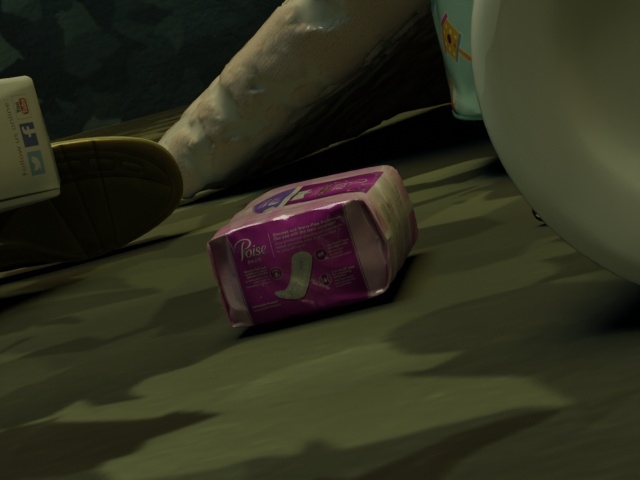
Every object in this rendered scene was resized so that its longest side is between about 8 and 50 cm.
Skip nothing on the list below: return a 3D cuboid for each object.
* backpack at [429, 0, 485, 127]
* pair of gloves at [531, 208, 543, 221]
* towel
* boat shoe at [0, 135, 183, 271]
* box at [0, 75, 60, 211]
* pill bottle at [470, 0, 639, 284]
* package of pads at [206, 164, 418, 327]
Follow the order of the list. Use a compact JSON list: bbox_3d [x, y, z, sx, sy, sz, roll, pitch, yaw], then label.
[{"bbox_3d":[0.133,-0.116,0.723,0.188,0.144,0.166,-16,12,16],"label":"backpack"},{"bbox_3d":[0.114,-0.020,0.534,0.074,0.010,0.083,-20,6,-29],"label":"pair of gloves"},{"bbox_3d":[0.094,-0.159,0.969,0.332,0.053,0.317,-44,-12,34],"label":"towel"},{"bbox_3d":[-0.137,-0.011,0.803,0.153,0.056,0.048,-22,12,0],"label":"boat shoe"},{"bbox_3d":[-0.278,0.007,0.633,0.232,0.058,0.322,-14,2,28],"label":"box"},{"bbox_3d":[0.118,-0.057,0.425,0.108,0.108,0.180,-10,8,31],"label":"pill bottle"},{"bbox_3d":[0.000,0.000,0.520,0.050,0.032,0.083,-15,7,10],"label":"package of pads"}]
